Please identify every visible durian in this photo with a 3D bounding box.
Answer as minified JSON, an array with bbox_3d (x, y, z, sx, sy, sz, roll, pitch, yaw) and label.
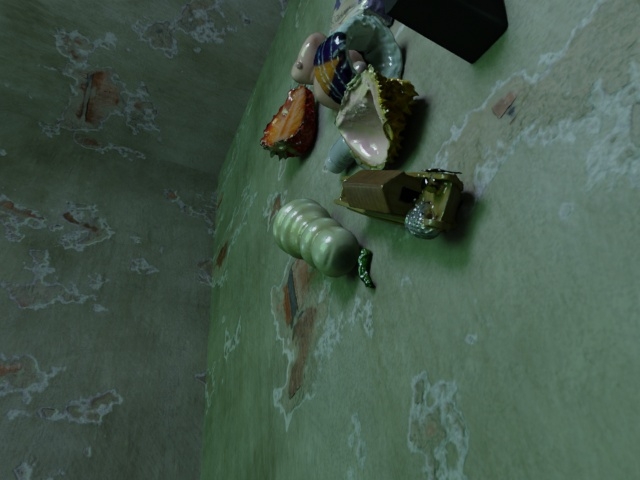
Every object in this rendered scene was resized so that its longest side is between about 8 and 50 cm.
[{"bbox_3d":[0.142,-0.271,1.255,0.305,0.186,0.195,141,121,-62],"label":"durian"}]

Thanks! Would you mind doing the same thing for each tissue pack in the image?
[{"bbox_3d":[0.152,-0.818,1.610,0.242,0.126,0.343,-5,72,60],"label":"tissue pack"}]

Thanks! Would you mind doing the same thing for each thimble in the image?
[{"bbox_3d":[0.107,-0.494,1.377,0.150,0.238,0.237,-9,67,62],"label":"thimble"}]

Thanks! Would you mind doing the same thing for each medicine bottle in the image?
[{"bbox_3d":[0.071,-0.262,1.496,0.130,0.080,0.080,-45,36,52],"label":"medicine bottle"}]

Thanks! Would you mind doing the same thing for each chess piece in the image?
[{"bbox_3d":[0.000,0.000,1.401,0.330,0.183,0.182,35,108,61],"label":"chess piece"}]

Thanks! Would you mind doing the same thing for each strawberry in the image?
[{"bbox_3d":[-0.105,-0.441,1.971,0.254,0.150,0.280,-26,46,36],"label":"strawberry"}]

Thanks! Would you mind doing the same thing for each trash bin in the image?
[{"bbox_3d":[0.249,-0.493,1.026,0.115,0.226,0.165,136,143,-54],"label":"trash bin"}]

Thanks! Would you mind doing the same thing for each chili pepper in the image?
[{"bbox_3d":[0.107,0.075,1.236,0.055,0.035,0.117,105,170,-49],"label":"chili pepper"}]

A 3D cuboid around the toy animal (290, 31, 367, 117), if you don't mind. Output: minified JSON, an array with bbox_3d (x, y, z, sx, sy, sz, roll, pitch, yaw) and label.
[{"bbox_3d":[0.024,-0.553,1.618,0.210,0.221,0.229,125,153,-48],"label":"toy animal"}]

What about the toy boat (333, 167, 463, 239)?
[{"bbox_3d":[0.142,-0.093,1.096,0.445,0.162,0.135,-159,83,-68],"label":"toy boat"}]
